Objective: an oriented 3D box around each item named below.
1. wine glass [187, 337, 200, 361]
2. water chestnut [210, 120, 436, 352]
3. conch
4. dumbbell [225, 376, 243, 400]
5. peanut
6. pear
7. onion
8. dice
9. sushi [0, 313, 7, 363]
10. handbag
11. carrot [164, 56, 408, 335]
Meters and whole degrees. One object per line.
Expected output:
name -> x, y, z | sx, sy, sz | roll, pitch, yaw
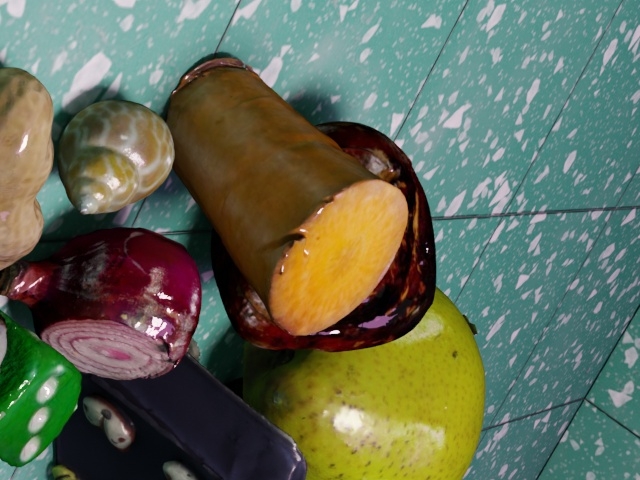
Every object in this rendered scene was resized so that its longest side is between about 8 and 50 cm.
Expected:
wine glass -> -0.165, 0.202, 2.131 | 0.074, 0.074, 0.262 | -46, 155, -19
water chestnut -> 0.000, 0.000, 1.972 | 0.289, 0.244, 0.289 | 6, 83, -64
conch -> -0.199, -0.081, 1.668 | 0.116, 0.106, 0.173 | -34, 169, -1
dumbbell -> -0.054, 0.228, 2.317 | 0.191, 0.100, 0.100 | -2, 124, -60
peanut -> -0.290, -0.056, 1.550 | 0.104, 0.085, 0.228 | -44, 157, -46
pear -> 0.045, 0.188, 2.163 | 0.318, 0.238, 0.343 | 3, 78, -52
onion -> -0.233, 0.050, 1.737 | 0.195, 0.218, 0.140 | -18, -127, 61
dice -> -0.323, 0.141, 1.689 | 0.120, 0.131, 0.128 | -52, 155, -11
sushi -> -0.392, 0.087, 1.489 | 0.225, 0.127, 0.124 | -4, 123, -48
handbag -> -0.175, 0.283, 1.927 | 0.122, 0.303, 0.329 | -33, 149, -38
carrot -> -0.057, -0.049, 1.759 | 0.196, 0.254, 0.196 | -32, 146, -25
